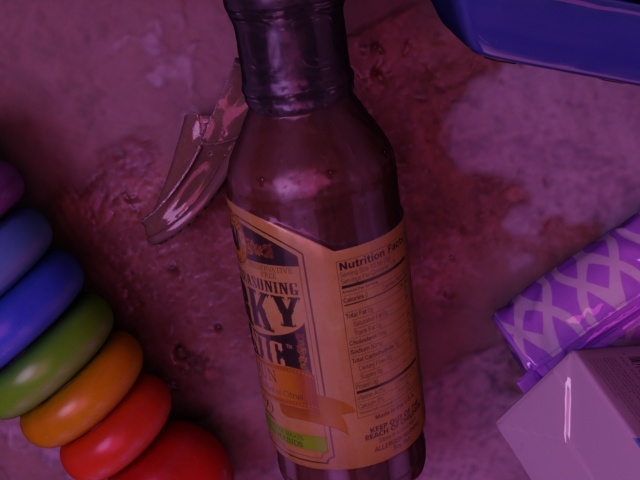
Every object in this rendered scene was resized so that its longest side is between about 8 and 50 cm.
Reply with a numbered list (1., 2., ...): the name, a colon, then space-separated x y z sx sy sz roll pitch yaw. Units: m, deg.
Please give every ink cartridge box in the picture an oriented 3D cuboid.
1. ink cartridge box: 0.238 0.138 0.552 0.231 0.134 0.078 4 134 -40

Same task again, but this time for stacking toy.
1. stacking toy: -0.178 0.082 0.592 0.141 0.141 0.330 -38 104 9

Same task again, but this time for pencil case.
1. pencil case: 0.216 0.031 0.588 0.206 0.088 0.086 -37 109 10

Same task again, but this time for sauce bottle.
1. sauce bottle: 0.000 0.000 0.553 0.111 0.111 0.344 -8 110 3

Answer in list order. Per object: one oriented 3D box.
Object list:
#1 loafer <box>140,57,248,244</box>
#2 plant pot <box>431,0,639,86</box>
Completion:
1. loafer: -0.077 -0.062 0.592 0.050 0.056 0.148 39 91 -7
2. plant pot: 0.177 -0.195 0.466 0.236 0.236 0.212 11 109 -2
